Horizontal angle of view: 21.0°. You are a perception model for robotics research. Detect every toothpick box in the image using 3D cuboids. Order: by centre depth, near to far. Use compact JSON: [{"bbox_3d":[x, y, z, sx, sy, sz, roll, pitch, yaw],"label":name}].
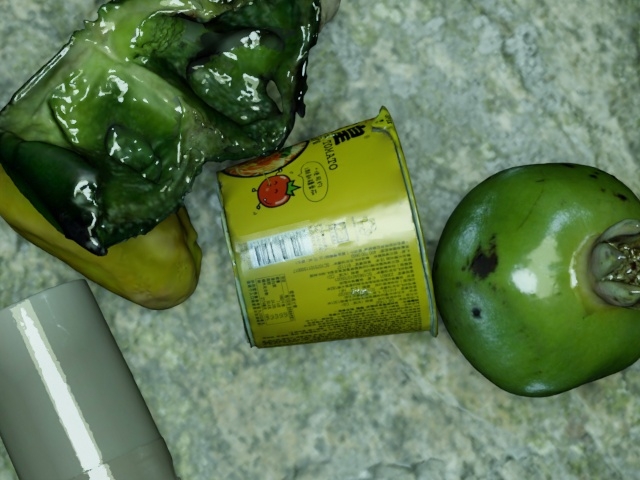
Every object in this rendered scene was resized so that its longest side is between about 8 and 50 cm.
[{"bbox_3d":[-0.187,0.132,1.293,0.111,0.111,0.180,-25,85,-10],"label":"toothpick box"}]

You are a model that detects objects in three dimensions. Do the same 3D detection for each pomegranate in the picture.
[{"bbox_3d":[0.190,0.026,1.302,0.187,0.225,0.187,2,86,-24],"label":"pomegranate"}]

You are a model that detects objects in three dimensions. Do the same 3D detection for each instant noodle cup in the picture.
[{"bbox_3d":[0.000,0.000,1.311,0.144,0.182,0.182,-12,84,-1],"label":"instant noodle cup"}]

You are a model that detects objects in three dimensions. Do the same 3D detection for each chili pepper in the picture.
[{"bbox_3d":[-0.109,-0.107,1.246,0.148,0.116,0.264,38,78,21],"label":"chili pepper"}]

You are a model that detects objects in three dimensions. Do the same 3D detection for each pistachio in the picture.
[{"bbox_3d":[-0.169,-0.024,1.317,0.189,0.110,0.100,33,88,-1],"label":"pistachio"}]

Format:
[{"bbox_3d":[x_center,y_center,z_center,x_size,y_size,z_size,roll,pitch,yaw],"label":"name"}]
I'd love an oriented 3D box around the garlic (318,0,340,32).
[{"bbox_3d":[-0.060,-0.201,1.361,0.159,0.102,0.147,-33,86,-34],"label":"garlic"}]
